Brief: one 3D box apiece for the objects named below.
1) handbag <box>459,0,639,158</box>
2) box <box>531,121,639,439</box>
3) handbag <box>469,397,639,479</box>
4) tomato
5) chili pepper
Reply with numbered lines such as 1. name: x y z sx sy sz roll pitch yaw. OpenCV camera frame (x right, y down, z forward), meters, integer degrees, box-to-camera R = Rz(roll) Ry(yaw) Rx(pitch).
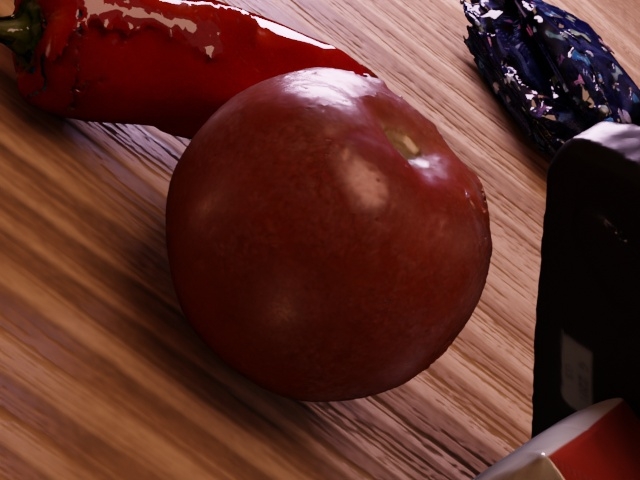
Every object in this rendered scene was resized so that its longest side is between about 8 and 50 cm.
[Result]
1. handbag: 0.253 -0.178 1.409 0.162 0.113 0.260 17 38 -47
2. box: 0.269 0.132 0.784 0.091 0.359 0.350 -29 42 -29
3. handbag: 0.177 0.260 0.749 0.298 0.171 0.151 56 29 11
4. tomato: 0.000 0.000 0.826 0.208 0.184 0.208 33 26 -19
5. chili pepper: -0.102 -0.130 0.921 0.388 0.110 0.110 6 48 -36
